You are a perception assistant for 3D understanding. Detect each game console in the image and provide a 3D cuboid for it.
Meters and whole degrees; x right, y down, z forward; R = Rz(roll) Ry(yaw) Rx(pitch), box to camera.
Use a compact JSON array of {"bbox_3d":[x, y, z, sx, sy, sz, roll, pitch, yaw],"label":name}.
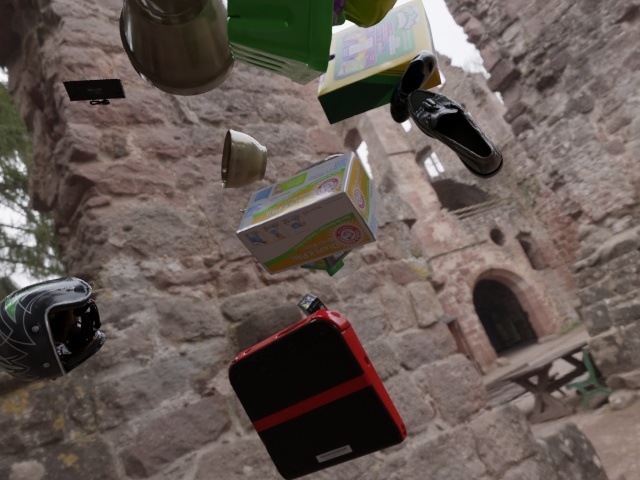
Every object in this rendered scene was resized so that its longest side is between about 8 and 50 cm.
[{"bbox_3d":[-0.027,0.378,1.156,0.386,0.342,0.060,-33,-4,28],"label":"game console"}]

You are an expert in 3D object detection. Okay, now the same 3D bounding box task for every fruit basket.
[{"bbox_3d":[0.015,-0.442,0.884,0.391,0.283,0.392,3,14,-1],"label":"fruit basket"}]

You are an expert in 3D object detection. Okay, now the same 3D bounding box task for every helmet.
[{"bbox_3d":[-0.461,0.151,0.798,0.169,0.169,0.161,-39,3,40],"label":"helmet"}]

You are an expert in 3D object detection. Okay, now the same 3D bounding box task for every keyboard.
[{"bbox_3d":[-0.755,-0.500,1.611,0.180,0.023,0.108,-6,-34,-10],"label":"keyboard"}]

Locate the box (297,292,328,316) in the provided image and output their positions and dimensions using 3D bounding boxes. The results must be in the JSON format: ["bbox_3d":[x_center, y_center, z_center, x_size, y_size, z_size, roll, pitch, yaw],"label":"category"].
[{"bbox_3d":[-0.017,0.206,1.420,0.052,0.083,0.062,-47,28,-17],"label":"box"}]

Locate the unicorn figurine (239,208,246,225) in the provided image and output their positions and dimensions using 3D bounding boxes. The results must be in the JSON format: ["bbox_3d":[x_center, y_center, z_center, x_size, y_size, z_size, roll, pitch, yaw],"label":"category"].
[{"bbox_3d":[-0.097,-0.011,0.999,0.111,0.060,0.162,17,-4,33],"label":"unicorn figurine"}]

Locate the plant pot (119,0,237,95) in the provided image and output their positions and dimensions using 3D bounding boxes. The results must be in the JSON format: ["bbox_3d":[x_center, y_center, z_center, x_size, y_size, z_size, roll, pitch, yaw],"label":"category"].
[{"bbox_3d":[-0.360,-0.561,1.195,0.322,0.324,0.280,-21,3,-8],"label":"plant pot"}]

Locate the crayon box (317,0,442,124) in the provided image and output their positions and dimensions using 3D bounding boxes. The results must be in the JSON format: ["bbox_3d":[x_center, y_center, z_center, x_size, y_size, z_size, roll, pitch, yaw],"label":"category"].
[{"bbox_3d":[0.162,-0.514,1.353,0.312,0.363,0.106,-14,-46,20],"label":"crayon box"}]

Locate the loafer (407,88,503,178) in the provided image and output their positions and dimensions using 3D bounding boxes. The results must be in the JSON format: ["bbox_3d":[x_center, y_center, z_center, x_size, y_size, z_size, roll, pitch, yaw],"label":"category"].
[{"bbox_3d":[0.282,-0.245,1.013,0.096,0.268,0.084,-43,-24,8],"label":"loafer"}]

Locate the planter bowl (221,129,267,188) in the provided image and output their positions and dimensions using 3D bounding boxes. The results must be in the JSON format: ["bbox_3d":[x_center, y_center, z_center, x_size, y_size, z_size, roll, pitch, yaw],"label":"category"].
[{"bbox_3d":[-0.211,-0.221,1.335,0.109,0.162,0.162,3,-27,-20],"label":"planter bowl"}]

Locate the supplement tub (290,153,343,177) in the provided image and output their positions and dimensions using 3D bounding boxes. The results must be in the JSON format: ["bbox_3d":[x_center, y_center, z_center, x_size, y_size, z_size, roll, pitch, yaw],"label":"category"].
[{"bbox_3d":[-0.002,-0.107,0.980,0.106,0.106,0.197,-13,3,-30],"label":"supplement tub"}]

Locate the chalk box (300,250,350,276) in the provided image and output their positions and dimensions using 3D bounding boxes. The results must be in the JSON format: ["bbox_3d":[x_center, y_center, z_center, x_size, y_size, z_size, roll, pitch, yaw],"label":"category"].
[{"bbox_3d":[0.000,0.000,1.370,0.132,0.213,0.132,1,34,46],"label":"chalk box"}]

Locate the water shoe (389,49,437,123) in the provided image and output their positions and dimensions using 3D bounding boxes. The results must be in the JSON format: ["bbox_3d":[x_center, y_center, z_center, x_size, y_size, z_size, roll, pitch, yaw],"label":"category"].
[{"bbox_3d":[0.207,-0.364,1.161,0.080,0.073,0.203,-42,-16,-38],"label":"water shoe"}]

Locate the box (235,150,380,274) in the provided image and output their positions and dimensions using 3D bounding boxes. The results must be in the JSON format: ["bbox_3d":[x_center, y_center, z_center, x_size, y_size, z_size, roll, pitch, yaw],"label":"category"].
[{"bbox_3d":[-0.016,-0.040,0.771,0.203,0.114,0.103,-19,-54,26],"label":"box"}]
